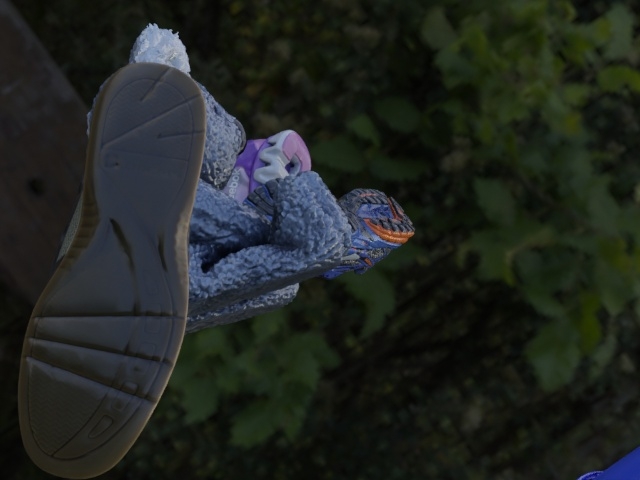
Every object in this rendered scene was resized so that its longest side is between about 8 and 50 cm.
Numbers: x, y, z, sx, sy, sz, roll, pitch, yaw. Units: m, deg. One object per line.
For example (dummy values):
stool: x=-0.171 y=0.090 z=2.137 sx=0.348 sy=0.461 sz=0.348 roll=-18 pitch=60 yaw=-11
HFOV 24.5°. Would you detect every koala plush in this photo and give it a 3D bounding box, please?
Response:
koala plush: x=-0.118 y=-0.046 z=1.159 sx=0.196 sy=0.203 sz=0.221 roll=-38 pitch=-111 yaw=64

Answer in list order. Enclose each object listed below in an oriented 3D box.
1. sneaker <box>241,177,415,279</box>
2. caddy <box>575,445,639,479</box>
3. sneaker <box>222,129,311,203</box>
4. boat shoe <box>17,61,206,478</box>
sneaker: x=0.000 y=0.000 z=1.421 sx=0.221 sy=0.087 sz=0.083 roll=7 pitch=37 yaw=-46
caddy: x=0.304 y=0.250 z=0.986 sx=0.341 sy=0.179 sz=0.241 roll=25 pitch=32 yaw=-35
sneaker: x=-0.096 y=-0.023 z=1.720 sx=0.095 sy=0.104 sz=0.236 roll=50 pitch=53 yaw=-54
boat shoe: x=-0.071 y=0.013 z=0.538 sx=0.056 sy=0.152 sz=0.049 roll=15 pitch=-12 yaw=-1
